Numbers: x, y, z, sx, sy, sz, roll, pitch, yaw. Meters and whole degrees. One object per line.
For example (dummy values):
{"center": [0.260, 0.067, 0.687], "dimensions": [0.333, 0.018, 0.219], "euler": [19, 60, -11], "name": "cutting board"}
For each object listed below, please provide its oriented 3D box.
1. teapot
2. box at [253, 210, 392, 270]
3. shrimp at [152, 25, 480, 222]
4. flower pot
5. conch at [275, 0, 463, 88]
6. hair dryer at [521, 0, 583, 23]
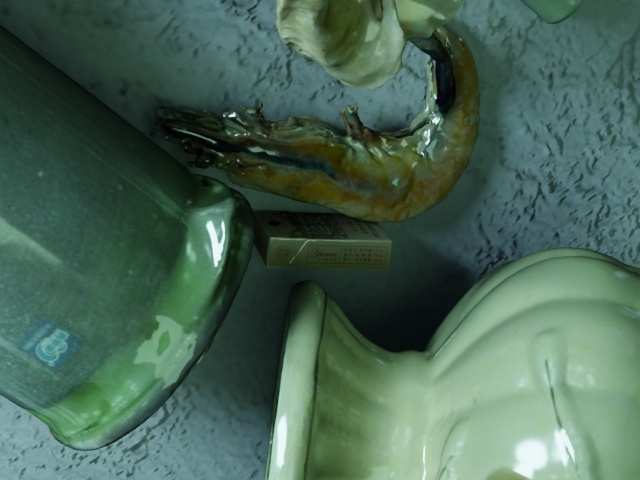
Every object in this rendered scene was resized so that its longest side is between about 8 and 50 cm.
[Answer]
{"center": [-0.219, -0.014, 0.808], "dimensions": [0.337, 0.200, 0.270], "euler": [38, 124, -26], "name": "teapot"}
{"center": [0.000, 0.000, 0.932], "dimensions": [0.083, 0.053, 0.024], "euler": [3, 109, -17], "name": "box"}
{"center": [0.007, -0.089, 0.902], "dimensions": [0.219, 0.046, 0.152], "euler": [7, 110, -21], "name": "shrimp"}
{"center": [0.085, 0.148, 0.892], "dimensions": [0.244, 0.307, 0.308], "euler": [7, 110, 0], "name": "flower pot"}
{"center": [-0.022, -0.251, 0.764], "dimensions": [0.263, 0.186, 0.324], "euler": [-33, 132, -19], "name": "conch"}
{"center": [0.163, -0.205, 0.907], "dimensions": [0.063, 0.038, 0.124], "euler": [34, 94, -23], "name": "hair dryer"}
